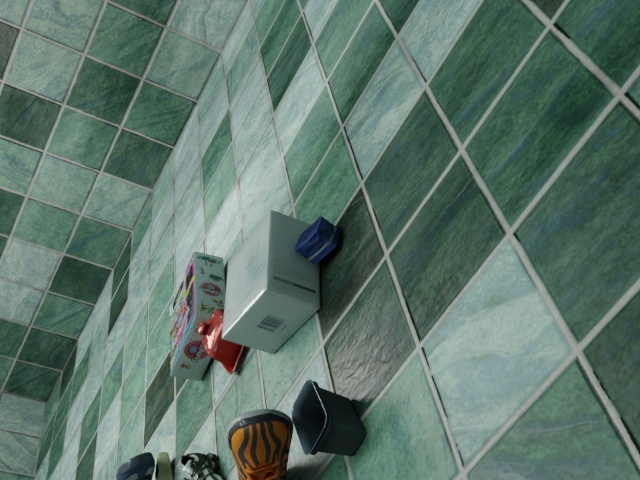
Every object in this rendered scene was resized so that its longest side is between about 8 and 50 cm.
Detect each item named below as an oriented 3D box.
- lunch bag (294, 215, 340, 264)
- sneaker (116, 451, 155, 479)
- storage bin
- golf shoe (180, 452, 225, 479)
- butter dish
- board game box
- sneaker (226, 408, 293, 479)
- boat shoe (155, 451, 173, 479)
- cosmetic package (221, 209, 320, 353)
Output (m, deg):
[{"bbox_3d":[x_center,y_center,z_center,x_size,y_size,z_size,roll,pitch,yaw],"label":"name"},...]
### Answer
[{"bbox_3d":[0.000,0.000,1.711,0.098,0.065,0.067,-41,19,39],"label":"lunch bag"},{"bbox_3d":[-0.496,0.698,2.174,0.131,0.112,0.319,55,142,30],"label":"sneaker"},{"bbox_3d":[0.014,0.322,1.393,0.098,0.091,0.135,-63,23,16],"label":"storage bin"},{"bbox_3d":[-0.274,0.557,1.835,0.077,0.094,0.198,-66,25,6],"label":"golf shoe"},{"bbox_3d":[-0.253,0.236,2.012,0.159,0.118,0.160,-69,24,4],"label":"butter dish"},{"bbox_3d":[-0.349,0.209,2.255,0.303,0.098,0.224,-107,37,-54],"label":"board game box"},{"bbox_3d":[-0.091,0.441,1.434,0.321,0.125,0.180,87,170,-50],"label":"sneaker"},{"bbox_3d":[-0.424,0.641,2.161,0.042,0.049,0.133,97,166,-46],"label":"boat shoe"},{"bbox_3d":[-0.111,0.094,1.793,0.224,0.138,0.224,-48,30,41],"label":"cosmetic package"}]
